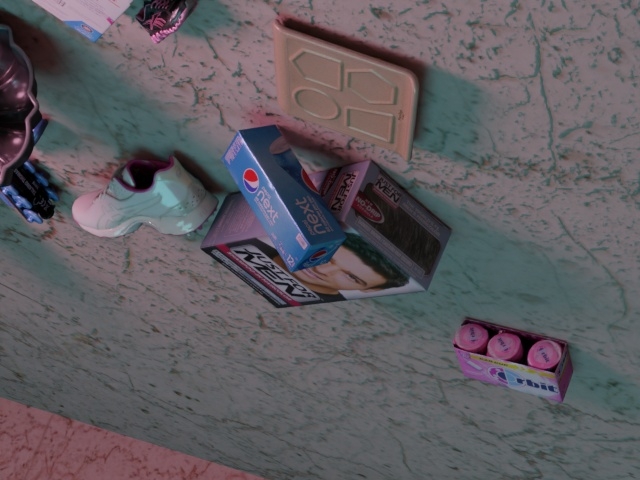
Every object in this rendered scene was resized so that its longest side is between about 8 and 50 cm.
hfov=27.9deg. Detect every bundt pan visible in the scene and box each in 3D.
[{"bbox_3d":[-0.570,-0.191,1.929,0.331,0.330,0.124,23,175,5],"label":"bundt pan"}]

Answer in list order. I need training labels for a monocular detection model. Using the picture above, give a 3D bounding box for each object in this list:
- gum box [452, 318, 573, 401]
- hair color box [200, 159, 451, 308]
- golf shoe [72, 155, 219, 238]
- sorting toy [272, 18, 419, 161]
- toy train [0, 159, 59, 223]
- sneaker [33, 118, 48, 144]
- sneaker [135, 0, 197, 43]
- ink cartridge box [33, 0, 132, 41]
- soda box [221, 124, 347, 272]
[{"bbox_3d":[0.318,0.198,2.147,0.188,0.062,0.107,13,153,25],"label":"gum box"},{"bbox_3d":[0.000,0.000,1.992,0.185,0.113,0.374,39,151,-27],"label":"hair color box"},{"bbox_3d":[-0.312,-0.082,2.150,0.306,0.115,0.140,-3,133,36],"label":"golf shoe"},{"bbox_3d":[0.034,-0.197,1.668,0.208,0.038,0.193,25,156,12],"label":"sorting toy"},{"bbox_3d":[-0.556,-0.102,2.360,0.105,0.080,0.184,22,159,29],"label":"toy train"},{"bbox_3d":[-0.511,-0.185,2.176,0.059,0.053,0.144,42,150,-27],"label":"sneaker"},{"bbox_3d":[-0.206,-0.299,1.680,0.057,0.047,0.119,46,149,-16],"label":"sneaker"},{"bbox_3d":[-0.292,-0.336,1.657,0.104,0.061,0.181,34,155,-19],"label":"ink cartridge box"},{"bbox_3d":[-0.053,-0.062,1.817,0.210,0.071,0.067,58,138,21],"label":"soda box"}]
